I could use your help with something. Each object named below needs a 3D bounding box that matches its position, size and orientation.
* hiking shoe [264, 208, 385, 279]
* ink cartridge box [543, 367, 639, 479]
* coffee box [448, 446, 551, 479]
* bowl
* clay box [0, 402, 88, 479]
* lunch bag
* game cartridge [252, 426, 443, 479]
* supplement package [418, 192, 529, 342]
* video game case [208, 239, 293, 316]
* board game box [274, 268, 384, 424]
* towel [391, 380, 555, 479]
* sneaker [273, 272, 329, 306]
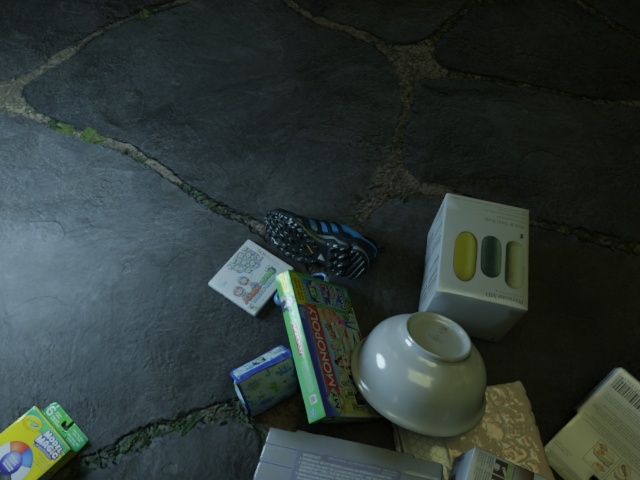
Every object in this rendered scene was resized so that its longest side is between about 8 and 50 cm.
[{"bbox_3d":[0.000,0.000,1.368,0.304,0.113,0.132,27,30,19],"label":"hiking shoe"},{"bbox_3d":[0.655,0.461,1.137,0.261,0.066,0.296,-46,69,1],"label":"ink cartridge box"},{"bbox_3d":[0.368,0.485,1.000,0.246,0.141,0.098,22,62,10],"label":"coffee box"},{"bbox_3d":[0.222,0.243,1.127,0.298,0.134,0.298,12,31,-7],"label":"bowl"},{"bbox_3d":[-0.591,0.433,1.076,0.127,0.053,0.222,38,65,17],"label":"clay box"},{"bbox_3d":[-0.115,0.288,1.139,0.129,0.151,0.096,-26,64,-17],"label":"lunch bag"},{"bbox_3d":[0.041,0.494,1.031,0.355,0.068,0.230,7,44,15],"label":"game cartridge"},{"bbox_3d":[0.355,0.066,1.278,0.199,0.198,0.263,12,59,3],"label":"supplement package"},{"bbox_3d":[-0.168,0.089,1.333,0.143,0.019,0.157,32,62,15],"label":"video game case"},{"bbox_3d":[0.020,0.228,1.167,0.046,0.213,0.317,-33,57,27],"label":"board game box"},{"bbox_3d":[0.318,0.468,1.118,0.317,0.053,0.332,-5,60,-7],"label":"towel"},{"bbox_3d":[-0.045,0.113,1.303,0.144,0.059,0.053,-21,65,-15],"label":"sneaker"}]
